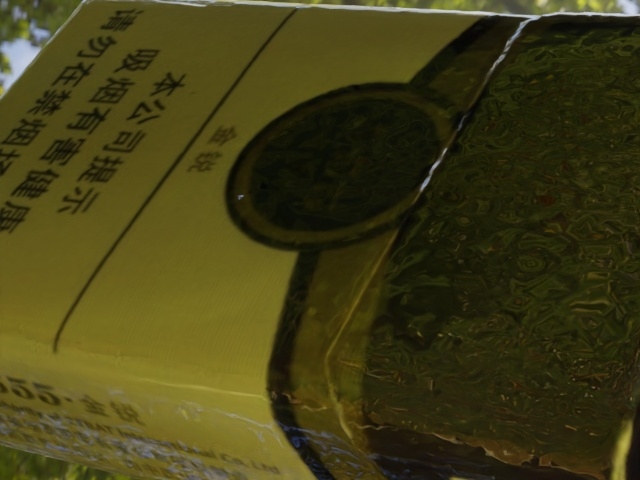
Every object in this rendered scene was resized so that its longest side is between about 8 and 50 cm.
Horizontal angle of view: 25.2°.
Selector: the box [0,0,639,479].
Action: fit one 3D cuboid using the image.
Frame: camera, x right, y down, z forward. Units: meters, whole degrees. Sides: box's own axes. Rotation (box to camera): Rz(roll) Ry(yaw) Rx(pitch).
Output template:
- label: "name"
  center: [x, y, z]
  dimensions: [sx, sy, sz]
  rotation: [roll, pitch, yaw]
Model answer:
- label: "box"
  center: [0.000, 0.000, 0.430]
  dimensions: [0.259, 0.071, 0.168]
  rotation: [6, -132, 31]
